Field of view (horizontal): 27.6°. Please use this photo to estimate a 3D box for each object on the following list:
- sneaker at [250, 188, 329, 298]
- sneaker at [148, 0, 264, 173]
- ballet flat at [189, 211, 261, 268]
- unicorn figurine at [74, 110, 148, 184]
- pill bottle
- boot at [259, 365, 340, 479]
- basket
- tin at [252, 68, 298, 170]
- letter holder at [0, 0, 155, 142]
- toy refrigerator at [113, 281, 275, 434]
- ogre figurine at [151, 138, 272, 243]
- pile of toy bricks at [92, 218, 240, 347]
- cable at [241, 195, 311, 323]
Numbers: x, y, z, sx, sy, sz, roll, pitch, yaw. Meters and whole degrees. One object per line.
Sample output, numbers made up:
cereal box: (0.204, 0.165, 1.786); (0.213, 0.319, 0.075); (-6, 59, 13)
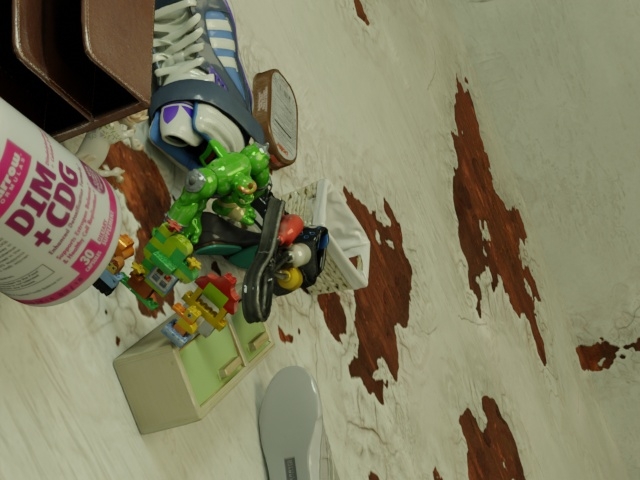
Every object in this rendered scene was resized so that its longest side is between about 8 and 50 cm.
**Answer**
sneaker: (-0.051, -0.029, 1.990); (0.079, 0.121, 0.216); (-4, 78, -69)
sneaker: (-0.186, -0.238, 1.798); (0.236, 0.130, 0.322); (-78, 151, -57)
ballet flat: (-0.124, -0.005, 1.873); (0.203, 0.074, 0.074); (18, 58, -62)
unicorn figurine: (-0.270, -0.097, 1.566); (0.111, 0.060, 0.161); (12, 95, -62)
pill bottle: (-0.335, -0.057, 1.271); (0.283, 0.160, 0.160); (42, 38, -52)
boot: (-0.023, 0.316, 1.878); (0.123, 0.095, 0.258); (36, 50, -66)
basket: (0.000, 0.000, 2.119); (0.167, 0.103, 0.113); (54, 29, -39)
tin: (-0.075, -0.205, 2.177); (0.106, 0.040, 0.189); (44, 36, -44)
letter holder: (-0.314, -0.305, 1.518); (0.214, 0.152, 0.301); (43, 37, -49)
toy refrigerator: (-0.151, 0.143, 1.664); (0.102, 0.094, 0.269); (70, 21, -8)
ogre figurine: (-0.135, -0.068, 1.744); (0.197, 0.118, 0.097); (-9, 54, -28)
pile of toy bricks: (-0.190, 0.024, 1.534); (0.212, 0.105, 0.118); (40, 20, 4)
cable: (-0.055, 0.022, 1.762); (0.287, 0.072, 0.139); (-73, 164, -78)
